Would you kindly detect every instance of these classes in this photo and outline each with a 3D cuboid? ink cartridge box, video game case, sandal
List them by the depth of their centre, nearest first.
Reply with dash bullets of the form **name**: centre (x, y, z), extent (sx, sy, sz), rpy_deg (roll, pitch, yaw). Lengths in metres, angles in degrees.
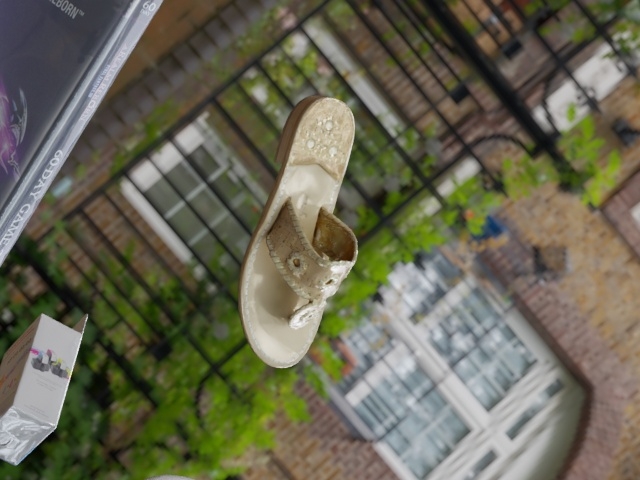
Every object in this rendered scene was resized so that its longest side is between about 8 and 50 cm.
- **video game case**: centre (-0.216, -0.058, 0.634), extent (0.274, 0.196, 0.026), rpy_deg (-56, 159, 10)
- **sandal**: centre (-0.006, -0.001, 1.086), extent (0.079, 0.088, 0.240), rpy_deg (19, -80, 57)
- **ink cartridge box**: centre (-0.346, 0.164, 1.554), extent (0.104, 0.061, 0.181), rpy_deg (-42, -153, 36)

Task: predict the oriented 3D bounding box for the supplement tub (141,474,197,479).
- **supplement tub**: centre (-0.223, 0.440, 1.449), extent (0.325, 0.235, 0.235), rpy_deg (-43, -175, 26)
